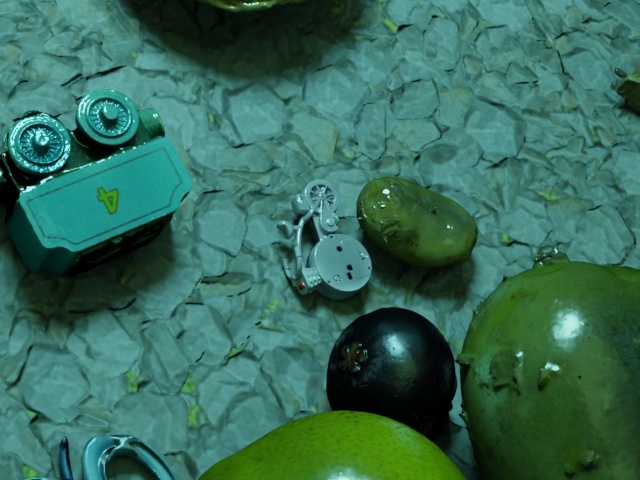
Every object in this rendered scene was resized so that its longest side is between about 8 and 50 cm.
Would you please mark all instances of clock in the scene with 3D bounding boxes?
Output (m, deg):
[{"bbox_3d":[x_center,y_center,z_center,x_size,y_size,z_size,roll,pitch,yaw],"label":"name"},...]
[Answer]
[{"bbox_3d":[0.000,0.000,1.440,0.087,0.041,0.129,-10,72,-26],"label":"clock"}]

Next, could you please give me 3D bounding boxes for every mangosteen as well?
[{"bbox_3d":[0.080,0.138,1.357,0.151,0.137,0.137,29,51,-43],"label":"mangosteen"}]

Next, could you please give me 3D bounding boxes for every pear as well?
[{"bbox_3d":[0.019,0.290,1.163,0.294,0.294,0.294,8,61,-15],"label":"pear"}]

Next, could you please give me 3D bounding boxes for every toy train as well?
[{"bbox_3d":[-0.229,-0.054,1.357,0.198,0.107,0.154,-25,81,-28],"label":"toy train"}]

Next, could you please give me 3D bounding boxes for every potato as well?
[{"bbox_3d":[0.098,-0.018,1.464,0.138,0.070,0.091,27,44,-18],"label":"potato"},{"bbox_3d":[0.259,0.188,1.326,0.269,0.219,0.359,13,62,-25],"label":"potato"}]

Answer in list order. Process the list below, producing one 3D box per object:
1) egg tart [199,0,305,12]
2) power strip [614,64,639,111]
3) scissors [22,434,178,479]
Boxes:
[{"bbox_3d":[-0.092,-0.367,1.552,0.319,0.128,0.319,7,61,-13],"label":"egg tart"},{"bbox_3d":[0.486,-0.144,1.666,0.305,0.064,0.044,23,56,-6],"label":"power strip"},{"bbox_3d":[-0.163,0.352,1.206,0.180,0.032,0.393,-14,68,-25],"label":"scissors"}]
